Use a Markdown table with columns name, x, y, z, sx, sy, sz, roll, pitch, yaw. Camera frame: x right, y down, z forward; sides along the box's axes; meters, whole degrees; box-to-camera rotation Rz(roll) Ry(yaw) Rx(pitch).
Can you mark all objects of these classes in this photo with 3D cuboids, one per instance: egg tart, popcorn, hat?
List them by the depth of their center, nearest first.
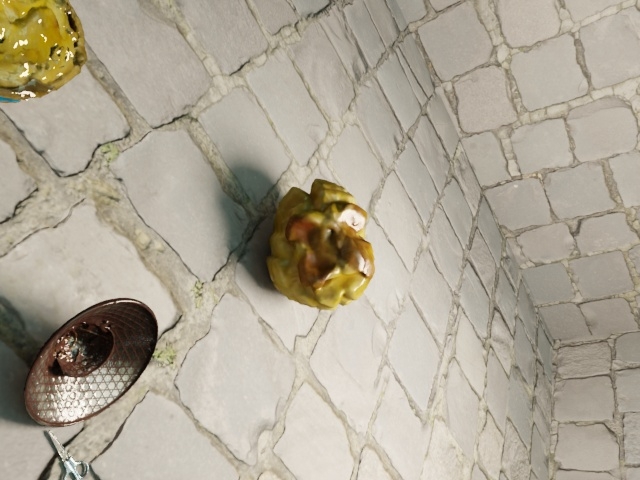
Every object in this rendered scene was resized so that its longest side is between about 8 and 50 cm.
| name | x | y | z | sx | sy | sz | roll | pitch | yaw |
| --- | --- | --- | --- | --- | --- | --- | --- | --- | --- |
| egg tart | -0.442 | -0.325 | 0.683 | 0.290 | 0.107 | 0.291 | 26 | 56 | -46 |
| hat | -0.322 | 0.146 | 0.695 | 0.193 | 0.082 | 0.193 | -40 | 147 | -33 |
| popcorn | 0.000 | 0.000 | 1.091 | 0.332 | 0.225 | 0.265 | -66 | 145 | -71 |

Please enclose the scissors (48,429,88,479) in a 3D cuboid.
| name | x | y | z | sx | sy | sz | roll | pitch | yaw |
| --- | --- | --- | --- | --- | --- | --- | --- | --- | --- |
| scissors | -0.337 | 0.284 | 0.675 | 0.036 | 0.006 | 0.083 | -41 | 110 | -51 |
